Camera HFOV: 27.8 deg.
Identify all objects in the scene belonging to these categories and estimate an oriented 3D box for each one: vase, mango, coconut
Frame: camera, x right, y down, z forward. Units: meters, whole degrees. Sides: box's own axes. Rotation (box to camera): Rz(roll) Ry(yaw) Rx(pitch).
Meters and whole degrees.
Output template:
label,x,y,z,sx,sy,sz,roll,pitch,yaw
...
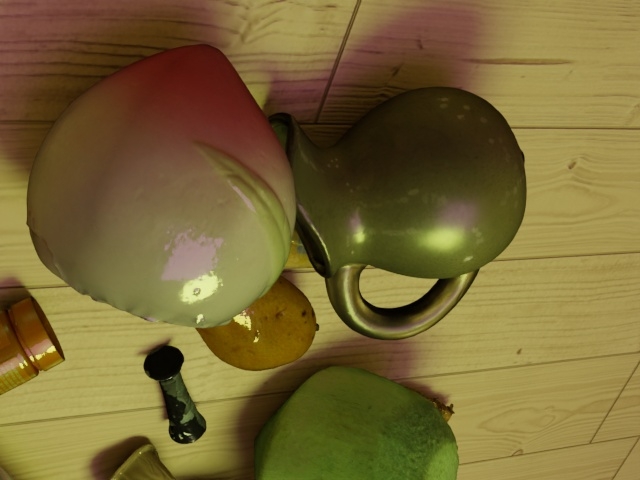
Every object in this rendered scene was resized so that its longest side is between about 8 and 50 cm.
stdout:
label,x,y,z,sx,sy,sz,roll,pitch,yaw
vase,-0.205,0.220,1.828,0.059,0.059,0.167,-24,138,-12
mango,-0.100,0.103,1.741,0.147,0.109,0.227,-38,137,20
coconut,0.036,0.350,1.956,0.281,0.328,0.328,-34,152,-51
vase,0.092,-0.021,1.627,0.302,0.241,0.329,-12,115,-15

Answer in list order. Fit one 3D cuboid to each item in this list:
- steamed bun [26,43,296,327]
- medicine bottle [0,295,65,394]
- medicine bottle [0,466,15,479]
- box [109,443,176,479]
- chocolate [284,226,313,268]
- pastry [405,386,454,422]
label,x,y,z,sx,sy,sz,roll,pitch,yaw
steamed bun,-0.159,-0.074,1.409,0.309,0.309,0.309,-18,137,-17
medicine bottle,-0.421,0.152,1.591,0.192,0.096,0.096,-28,139,-7
medicine bottle,-0.470,0.441,1.723,0.252,0.252,0.241,-31,139,-3
box,-0.264,0.380,1.924,0.111,0.111,0.177,-22,142,-13
chocolate,0.000,0.000,1.738,0.219,0.085,0.085,1,129,-39
pastry,0.167,0.291,2.140,0.140,0.056,0.080,24,103,-42
